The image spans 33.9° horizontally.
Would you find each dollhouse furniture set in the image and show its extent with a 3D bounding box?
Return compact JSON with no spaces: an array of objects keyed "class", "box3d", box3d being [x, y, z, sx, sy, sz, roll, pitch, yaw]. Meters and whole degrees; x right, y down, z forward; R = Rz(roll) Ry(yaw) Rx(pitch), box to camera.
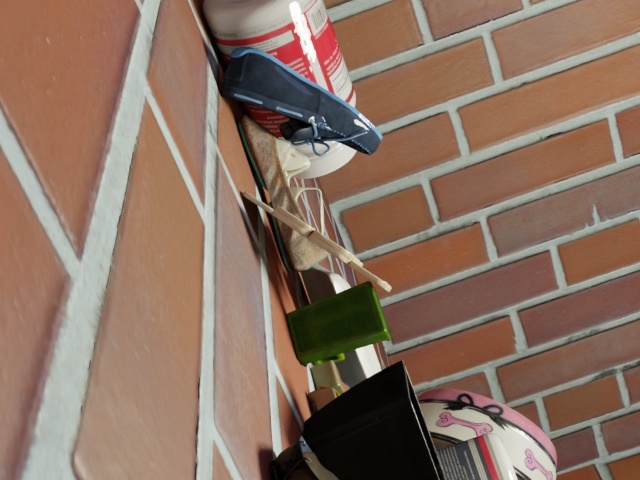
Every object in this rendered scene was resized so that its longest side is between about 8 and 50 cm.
[{"class":"dollhouse furniture set","box3d":[0.070,0.255,1.711,0.197,0.151,0.301,63,9,-59]}]

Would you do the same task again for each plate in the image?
[{"class":"plate","box3d":[0.044,0.166,2.001,0.277,0.045,0.278,-160,-131,-74]}]

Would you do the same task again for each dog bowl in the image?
[{"class":"dog bowl","box3d":[0.338,0.483,2.325,0.150,0.408,0.408,-60,145,-30]}]

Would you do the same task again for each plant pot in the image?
[{"class":"plant pot","box3d":[0.073,0.302,1.461,0.188,0.167,0.187,-87,157,-80]}]

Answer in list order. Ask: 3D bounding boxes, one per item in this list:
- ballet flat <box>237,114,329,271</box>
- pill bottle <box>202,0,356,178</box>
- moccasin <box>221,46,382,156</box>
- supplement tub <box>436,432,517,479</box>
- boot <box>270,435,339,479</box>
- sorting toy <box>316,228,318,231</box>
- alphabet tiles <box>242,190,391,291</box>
[{"class":"ballet flat","box3d":[-0.058,-0.099,1.961,0.107,0.106,0.316,15,55,-84]},{"class":"pill bottle","box3d":[-0.063,-0.336,2.117,0.229,0.229,0.407,-103,172,-55]},{"class":"moccasin","box3d":[-0.043,-0.236,1.966,0.342,0.116,0.138,28,-6,-24]},{"class":"supplement tub","box3d":[0.243,0.494,1.999,0.191,0.272,0.191,-19,90,-86]},{"class":"boot","box3d":[-0.029,0.271,1.131,0.106,0.082,0.219,49,3,16]},{"class":"sorting toy","box3d":[-0.015,0.008,2.421,0.061,0.042,0.102,60,12,-66]},{"class":"alphabet tiles","box3d":[0.000,0.000,1.747,0.278,0.021,0.284,34,-1,9]}]
